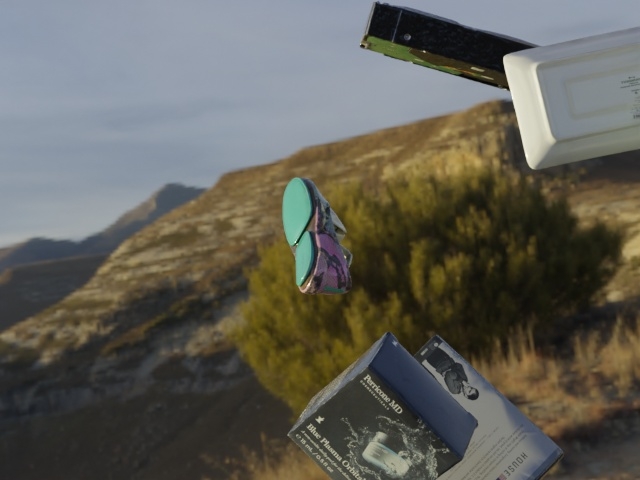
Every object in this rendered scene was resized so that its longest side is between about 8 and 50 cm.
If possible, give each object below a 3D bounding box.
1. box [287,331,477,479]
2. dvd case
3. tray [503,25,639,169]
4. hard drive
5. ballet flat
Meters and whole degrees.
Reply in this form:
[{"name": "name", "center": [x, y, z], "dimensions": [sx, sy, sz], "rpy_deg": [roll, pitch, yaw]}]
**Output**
[{"name": "box", "center": [0.074, 0.225, 1.139], "dimensions": [0.158, 0.156, 0.093], "rpy_deg": [-45, 0, 29]}, {"name": "dvd case", "center": [0.178, 0.267, 1.278], "dimensions": [0.179, 0.238, 0.029], "rpy_deg": [-44, -29, -5]}, {"name": "tray", "center": [0.361, -0.179, 1.109], "dimensions": [0.270, 0.145, 0.030], "rpy_deg": [-12, -5, -3]}, {"name": "hard drive", "center": [0.236, -0.312, 1.573], "dimensions": [0.339, 0.064, 0.237], "rpy_deg": [15, 6, -1]}, {"name": "ballet flat", "center": [0.000, 0.000, 1.224], "dimensions": [0.079, 0.077, 0.221], "rpy_deg": [20, 29, -22]}]
